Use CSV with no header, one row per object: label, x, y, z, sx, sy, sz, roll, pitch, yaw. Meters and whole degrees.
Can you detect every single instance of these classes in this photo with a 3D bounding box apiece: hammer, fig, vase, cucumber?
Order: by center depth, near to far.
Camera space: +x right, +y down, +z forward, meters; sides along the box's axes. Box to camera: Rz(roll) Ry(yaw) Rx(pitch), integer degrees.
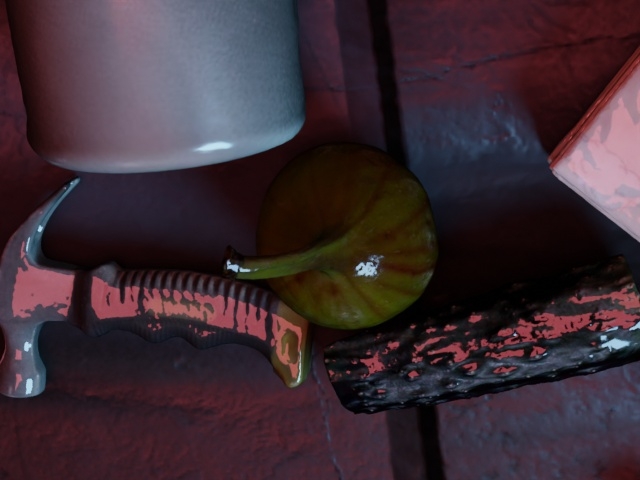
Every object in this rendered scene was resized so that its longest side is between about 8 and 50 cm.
fig,0.000,0.000,1.030,0.124,0.236,0.124,1,93,17
vase,-0.103,-0.201,1.033,0.245,0.245,0.291,-4,107,10
cucumber,0.113,0.077,1.096,0.211,0.078,0.062,-19,53,9
hammer,-0.115,0.046,1.155,0.226,0.041,0.159,10,102,8

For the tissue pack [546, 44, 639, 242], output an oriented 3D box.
tissue pack,0.308,-0.121,1.042,0.170,0.071,0.325,39,103,0
